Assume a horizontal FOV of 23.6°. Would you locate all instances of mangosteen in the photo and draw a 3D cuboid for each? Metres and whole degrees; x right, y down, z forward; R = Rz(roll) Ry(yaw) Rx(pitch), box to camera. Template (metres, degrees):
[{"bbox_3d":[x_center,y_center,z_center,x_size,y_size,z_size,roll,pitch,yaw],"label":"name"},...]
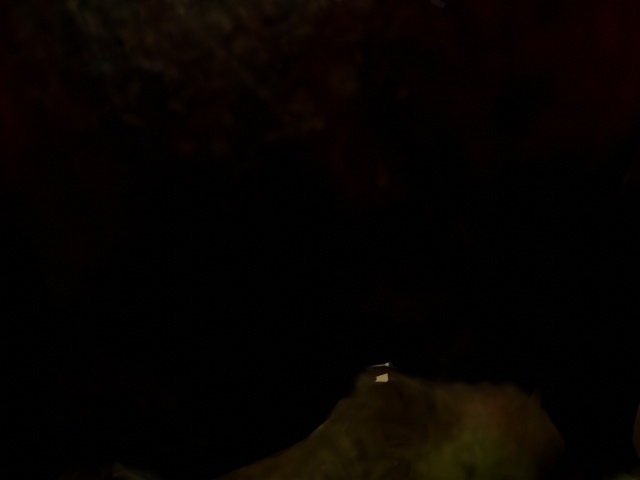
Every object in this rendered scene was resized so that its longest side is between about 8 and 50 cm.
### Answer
[{"bbox_3d":[-0.010,-0.013,0.451,0.311,0.311,0.311,13,26,-6],"label":"mangosteen"}]
